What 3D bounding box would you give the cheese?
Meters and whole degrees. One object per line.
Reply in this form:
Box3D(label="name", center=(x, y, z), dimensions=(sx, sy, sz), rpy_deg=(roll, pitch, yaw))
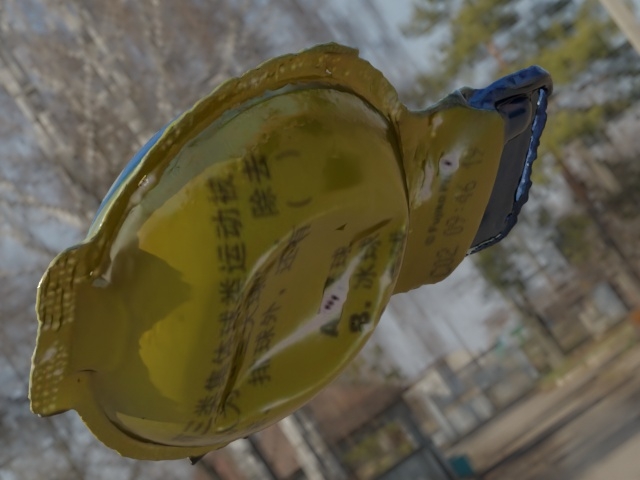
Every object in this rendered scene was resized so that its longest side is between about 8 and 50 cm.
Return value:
Box3D(label="cheese", center=(0.000, 0.000, 0.640), dimensions=(0.270, 0.069, 0.177), rpy_deg=(-21, -47, -40))
